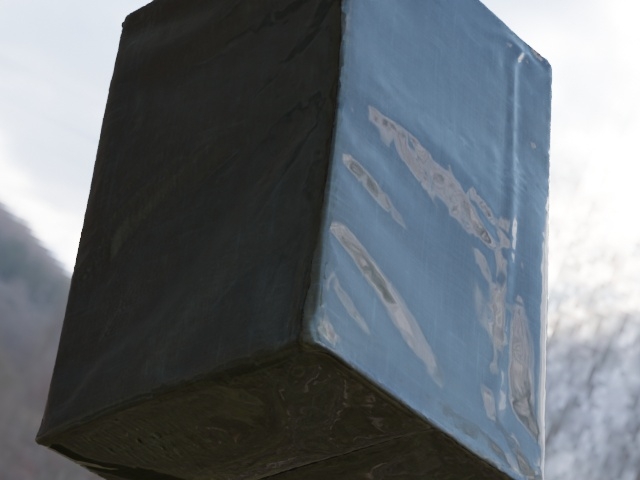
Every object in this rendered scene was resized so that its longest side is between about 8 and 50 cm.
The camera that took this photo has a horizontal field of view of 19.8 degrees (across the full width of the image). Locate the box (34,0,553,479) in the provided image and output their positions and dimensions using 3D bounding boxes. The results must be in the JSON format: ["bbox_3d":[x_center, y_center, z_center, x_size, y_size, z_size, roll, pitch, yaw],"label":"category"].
[{"bbox_3d":[0.000,0.000,0.790,0.149,0.231,0.155,-23,-43,35],"label":"box"}]
